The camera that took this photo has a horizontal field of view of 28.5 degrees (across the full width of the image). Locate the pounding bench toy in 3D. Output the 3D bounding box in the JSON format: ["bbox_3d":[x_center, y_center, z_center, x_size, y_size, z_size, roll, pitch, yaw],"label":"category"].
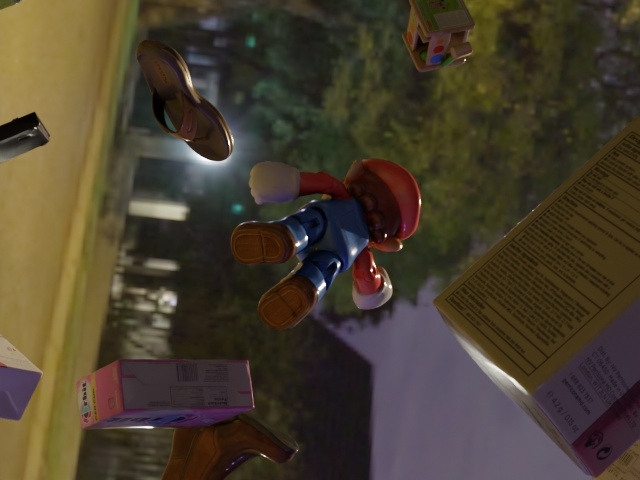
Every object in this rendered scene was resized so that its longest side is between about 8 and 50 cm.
[{"bbox_3d":[0.122,-0.196,1.260,0.065,0.052,0.083,98,-24,-56],"label":"pounding bench toy"}]

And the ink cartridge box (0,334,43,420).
[{"bbox_3d":[-0.421,0.124,1.434,0.198,0.115,0.067,30,-84,40],"label":"ink cartridge box"}]

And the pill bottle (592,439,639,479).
[{"bbox_3d":[0.538,0.318,1.956,0.229,0.131,0.131,-54,-175,0],"label":"pill bottle"}]

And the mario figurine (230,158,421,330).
[{"bbox_3d":[0.000,0.000,1.568,0.320,0.170,0.198,-32,138,-53],"label":"mario figurine"}]

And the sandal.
[{"bbox_3d":[-0.162,-0.149,1.429,0.049,0.072,0.180,-63,142,-30],"label":"sandal"}]

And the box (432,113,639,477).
[{"bbox_3d":[0.231,0.040,0.977,0.127,0.232,0.148,50,-3,-36],"label":"box"}]

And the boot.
[{"bbox_3d":[-0.178,0.412,2.056,0.096,0.264,0.280,34,74,-52],"label":"boot"}]

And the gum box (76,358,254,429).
[{"bbox_3d":[-0.179,0.184,1.501,0.107,0.188,0.062,-28,-116,49],"label":"gum box"}]

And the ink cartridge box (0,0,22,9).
[{"bbox_3d":[-0.452,-0.366,1.810,0.171,0.235,0.056,-39,113,-44],"label":"ink cartridge box"}]

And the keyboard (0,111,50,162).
[{"bbox_3d":[-0.522,-0.101,1.675,0.201,0.317,0.033,118,-52,-82],"label":"keyboard"}]
